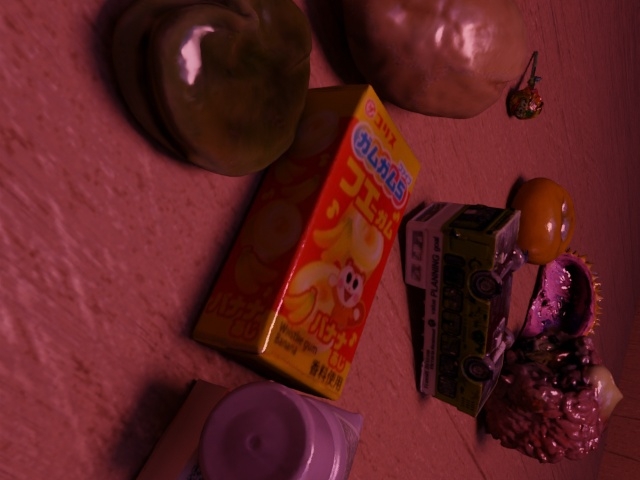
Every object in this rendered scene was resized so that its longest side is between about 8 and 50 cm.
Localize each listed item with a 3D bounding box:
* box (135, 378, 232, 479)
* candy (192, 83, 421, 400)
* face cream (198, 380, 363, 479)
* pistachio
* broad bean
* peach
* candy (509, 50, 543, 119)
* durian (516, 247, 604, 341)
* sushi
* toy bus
[{"bbox_3d":[-0.096,0.308,0.508,0.265,0.048,0.273,-59,138,-31],"label":"box"},{"bbox_3d":[0.000,0.000,0.553,0.146,0.088,0.276,45,59,-45],"label":"candy"},{"bbox_3d":[-0.010,0.206,0.511,0.274,0.096,0.154,62,42,-56],"label":"face cream"},{"bbox_3d":[0.132,-0.226,0.636,0.293,0.181,0.162,-8,139,-49],"label":"pistachio"},{"bbox_3d":[-0.064,-0.130,0.459,0.207,0.072,0.153,-9,115,-54],"label":"broad bean"},{"bbox_3d":[0.437,-0.037,1.114,0.179,0.103,0.179,-6,97,-53],"label":"peach"},{"bbox_3d":[0.399,-0.302,1.073,0.060,0.061,0.201,59,43,-40],"label":"candy"},{"bbox_3d":[0.560,0.150,1.310,0.186,0.154,0.260,54,58,-73],"label":"durian"},{"bbox_3d":[0.443,0.282,1.075,0.270,0.237,0.170,-23,106,-45],"label":"sushi"},{"bbox_3d":[0.200,0.096,0.799,0.113,0.139,0.301,-34,129,-45],"label":"toy bus"}]
